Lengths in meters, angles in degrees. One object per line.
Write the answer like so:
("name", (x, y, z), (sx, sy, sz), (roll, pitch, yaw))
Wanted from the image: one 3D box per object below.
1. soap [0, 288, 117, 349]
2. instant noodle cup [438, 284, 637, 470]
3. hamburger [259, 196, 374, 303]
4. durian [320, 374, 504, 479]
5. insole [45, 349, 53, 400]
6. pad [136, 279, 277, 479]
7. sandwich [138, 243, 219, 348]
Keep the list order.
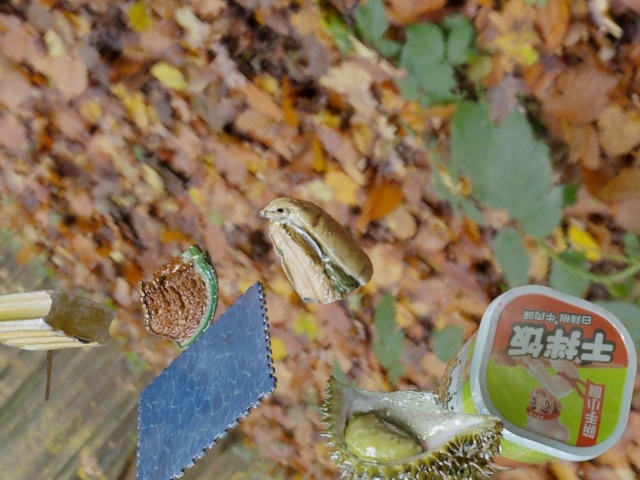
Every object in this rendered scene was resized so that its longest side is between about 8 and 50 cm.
("soap", (-0.459, 0.132, 1.916), (0.232, 0.073, 0.140), (-7, 156, 42))
("instant noodle cup", (0.338, 0.253, 1.974), (0.294, 0.294, 0.308), (40, 155, 3))
("hamburger", (0.000, 0.000, 2.127), (0.155, 0.135, 0.208), (-10, 112, 58))
("durian", (0.134, 0.295, 1.665), (0.306, 0.166, 0.172), (-2, 157, 40))
("insole", (-0.482, 0.218, 2.085), (0.002, 0.135, 0.045), (4, 180, 0))
("pad", (-0.158, 0.202, 1.570), (0.012, 0.269, 0.270), (39, -164, -23))
("sandwich", (-0.277, 0.114, 2.323), (0.079, 0.159, 0.235), (-111, 13, -45))
